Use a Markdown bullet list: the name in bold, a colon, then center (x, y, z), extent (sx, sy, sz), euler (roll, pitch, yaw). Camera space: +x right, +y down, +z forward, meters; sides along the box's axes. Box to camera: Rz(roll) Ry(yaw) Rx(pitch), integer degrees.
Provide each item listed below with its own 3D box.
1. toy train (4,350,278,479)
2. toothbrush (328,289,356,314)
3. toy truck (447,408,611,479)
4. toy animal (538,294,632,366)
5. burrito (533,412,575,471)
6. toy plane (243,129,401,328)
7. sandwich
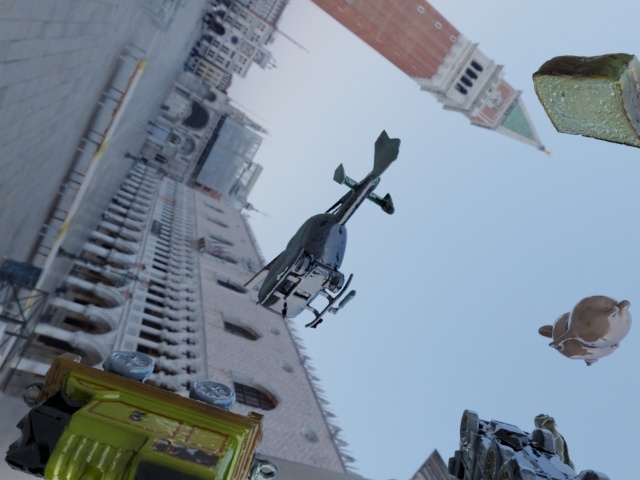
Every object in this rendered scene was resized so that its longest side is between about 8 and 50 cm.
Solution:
- **toy train**: center (-0.139, 0.158, 0.319), extent (0.127, 0.219, 0.089), euler (169, -60, -89)
- **toothbrush**: center (0.028, 0.089, 0.586), extent (0.167, 0.014, 0.011), euler (112, -8, -71)
- **toy truck**: center (0.268, 0.351, 0.532), extent (0.367, 0.146, 0.175), euler (36, 68, -80)
- **toy animal**: center (0.376, 0.120, 0.577), extent (0.150, 0.083, 0.089), euler (87, 25, -63)
- **burrito**: center (0.433, 0.397, 0.758), extent (0.055, 0.041, 0.149), euler (106, -25, -66)
- **toy plane**: center (0.000, 0.000, 0.642), extent (0.382, 0.106, 0.155), euler (-52, -156, 26)
- **sandwich**: center (0.765, -0.400, 1.168), extent (0.099, 0.271, 0.301), euler (-43, -151, 2)
